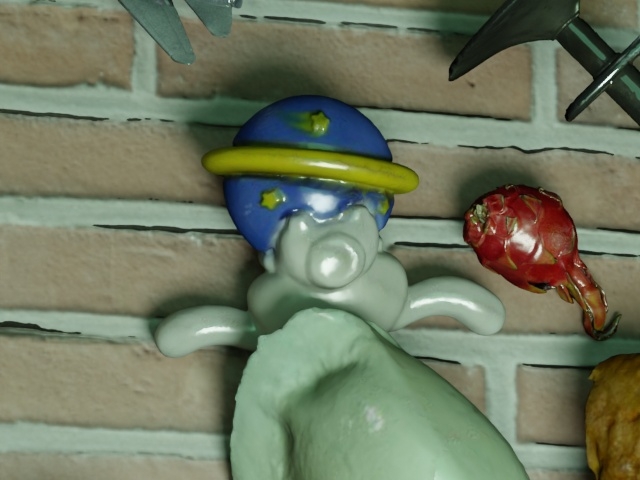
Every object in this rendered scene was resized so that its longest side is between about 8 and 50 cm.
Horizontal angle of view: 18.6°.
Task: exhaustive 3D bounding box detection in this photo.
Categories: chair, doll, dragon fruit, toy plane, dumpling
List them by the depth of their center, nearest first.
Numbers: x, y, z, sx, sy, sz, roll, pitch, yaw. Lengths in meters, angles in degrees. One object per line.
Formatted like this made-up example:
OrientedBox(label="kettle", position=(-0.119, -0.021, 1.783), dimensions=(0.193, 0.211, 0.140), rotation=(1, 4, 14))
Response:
OrientedBox(label="dumpling", position=(0.082, 0.230, 1.667), dimensions=(0.212, 0.270, 0.320), rotation=(-10, 52, -34))
OrientedBox(label="doll", position=(0.029, -0.002, 1.724), dimensions=(0.311, 0.159, 0.242), rotation=(10, 74, -10))
OrientedBox(label="chair", position=(0.329, -0.087, 1.760), dimensions=(0.226, 0.226, 0.401), rotation=(-43, 87, -16))
OrientedBox(label="toy plane", position=(-0.189, -0.276, 1.792), dimensions=(0.267, 0.088, 0.212), rotation=(22, 51, -1))
OrientedBox(label="dragon fruit", position=(0.209, 0.016, 1.798), dimensions=(0.190, 0.094, 0.094), rotation=(41, 72, -20))

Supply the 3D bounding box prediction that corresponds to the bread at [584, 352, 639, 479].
OrientedBox(label="bread", position=(0.347, 0.259, 1.662), dimensions=(0.194, 0.179, 0.340), rotation=(16, 66, -46))
